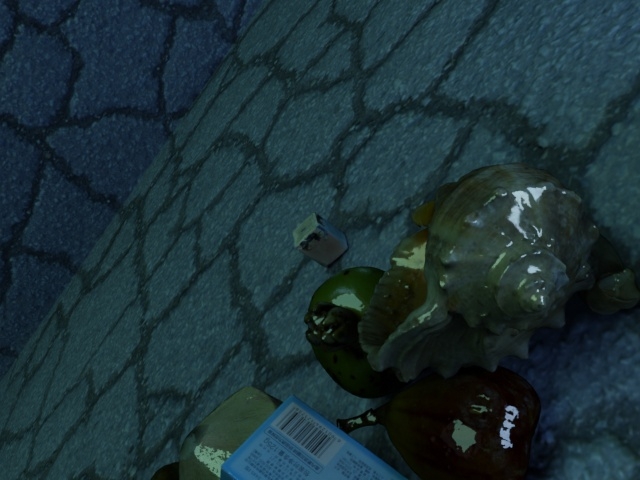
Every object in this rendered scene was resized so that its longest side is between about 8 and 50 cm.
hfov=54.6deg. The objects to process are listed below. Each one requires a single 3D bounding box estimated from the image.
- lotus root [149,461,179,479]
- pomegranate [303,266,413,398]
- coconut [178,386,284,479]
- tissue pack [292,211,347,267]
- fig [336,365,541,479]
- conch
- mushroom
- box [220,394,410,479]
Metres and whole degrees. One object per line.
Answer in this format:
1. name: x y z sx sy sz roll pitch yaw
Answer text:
1. lotus root: -0.254 0.507 1.153 0.241 0.124 0.123 27 97 58
2. pomegranate: 0.060 0.135 0.930 0.202 0.247 0.202 -3 84 31
3. coconut: -0.106 0.356 0.963 0.239 0.244 0.239 -33 42 35
4. tissue pack: 0.000 0.000 1.251 0.074 0.094 0.059 -43 34 19
5. fig: 0.142 0.243 0.796 0.274 0.145 0.170 -6 57 34
6. conch: 0.184 0.052 0.756 0.297 0.210 0.352 -47 -1 6
7. mushroom: 0.312 -0.004 0.829 0.278 0.096 0.099 50 133 45
8. box: 0.004 0.322 0.779 0.142 0.232 0.083 -38 -30 -41
